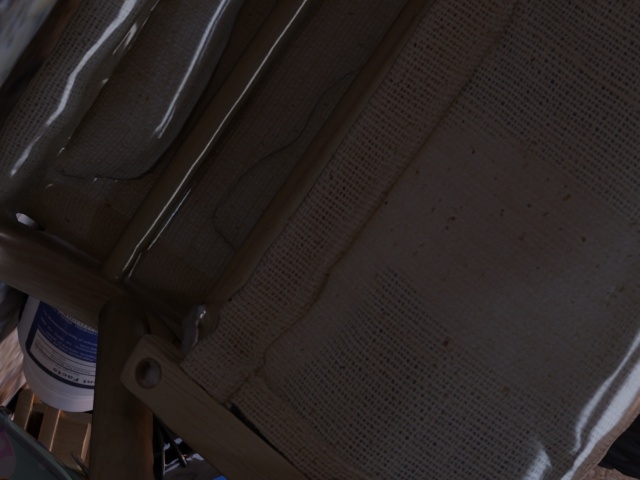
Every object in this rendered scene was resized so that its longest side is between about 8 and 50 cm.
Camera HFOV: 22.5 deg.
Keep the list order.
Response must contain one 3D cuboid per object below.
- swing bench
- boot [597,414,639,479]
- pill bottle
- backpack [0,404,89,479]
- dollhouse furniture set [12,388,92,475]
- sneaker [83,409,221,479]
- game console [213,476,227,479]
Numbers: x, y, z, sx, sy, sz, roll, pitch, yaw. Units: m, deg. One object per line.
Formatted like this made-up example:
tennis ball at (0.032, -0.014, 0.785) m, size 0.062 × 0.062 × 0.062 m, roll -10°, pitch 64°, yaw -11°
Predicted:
swing bench at (0.031, -0.024, 0.479) m, size 0.253 × 0.165 × 0.254 m, roll -55°, pitch -147°, yaw 10°
boot at (0.078, -0.060, 0.670) m, size 0.222 × 0.338 × 0.118 m, roll -53°, pitch 143°, yaw -6°
pill bottle at (-0.102, 0.030, 0.739) m, size 0.067 × 0.067 × 0.120 m, roll -51°, pitch 174°, yaw -39°
backpack at (-0.130, 0.150, 0.584) m, size 0.166 × 0.188 × 0.144 m, roll -51°, pitch 174°, yaw -27°
dollhouse furniture set at (-0.182, 0.141, 0.816) m, size 0.182 × 0.101 × 0.160 m, roll 107°, pitch -5°, yaw -74°
sneaker at (-0.076, 0.111, 1.017) m, size 0.286 × 0.109 × 0.130 m, roll -35°, pitch 167°, yaw 4°
game console at (-0.100, 0.132, 1.296) m, size 0.293 × 0.173 × 0.250 m, roll -61°, pitch -149°, yaw 20°
